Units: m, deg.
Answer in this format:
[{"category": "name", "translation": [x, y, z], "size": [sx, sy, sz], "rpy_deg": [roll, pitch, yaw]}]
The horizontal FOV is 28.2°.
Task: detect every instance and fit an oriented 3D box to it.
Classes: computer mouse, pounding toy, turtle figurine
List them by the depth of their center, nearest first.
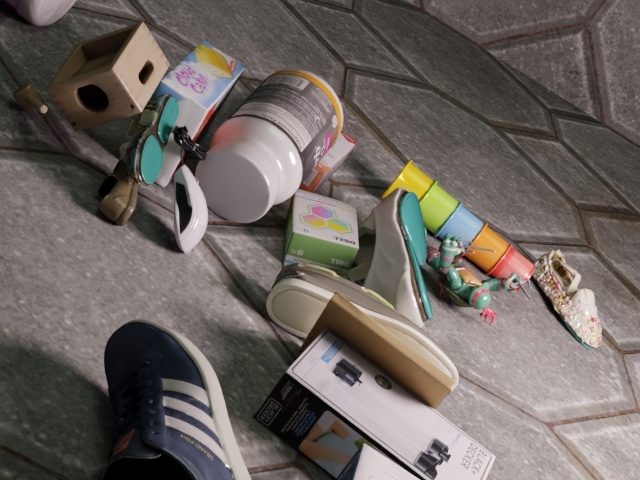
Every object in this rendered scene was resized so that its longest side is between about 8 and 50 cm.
[{"category": "computer mouse", "translation": [-0.187, -0.072, 1.870], "size": [0.106, 0.042, 0.192], "rpy_deg": [68, 16, -67]}, {"category": "pounding toy", "translation": [-0.352, -0.213, 1.895], "size": [0.094, 0.206, 0.181], "rpy_deg": [59, 33, -31]}, {"category": "turtle figurine", "translation": [0.251, 0.055, 2.224], "size": [0.175, 0.118, 0.234], "rpy_deg": [35, 3, -38]}]

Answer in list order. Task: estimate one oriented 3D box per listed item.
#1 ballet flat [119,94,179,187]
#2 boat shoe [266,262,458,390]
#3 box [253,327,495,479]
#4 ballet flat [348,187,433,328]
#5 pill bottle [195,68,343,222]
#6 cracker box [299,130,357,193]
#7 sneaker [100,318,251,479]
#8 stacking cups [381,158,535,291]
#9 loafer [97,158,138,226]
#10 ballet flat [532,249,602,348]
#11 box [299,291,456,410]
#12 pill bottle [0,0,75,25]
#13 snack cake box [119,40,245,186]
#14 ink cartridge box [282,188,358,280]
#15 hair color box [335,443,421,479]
[{"category": "ballet flat", "translation": [-0.257, -0.140, 1.854], "size": [0.070, 0.070, 0.188], "rpy_deg": [30, 41, -12]}, {"category": "boat shoe", "translation": [0.068, 0.126, 1.863], "size": [0.305, 0.109, 0.091], "rpy_deg": [28, 29, -6]}, {"category": "box", "translation": [0.075, 0.256, 1.657], "size": [0.290, 0.087, 0.169], "rpy_deg": [38, 24, 6]}, {"category": "ballet flat", "translation": [0.105, 0.026, 2.076], "size": [0.139, 0.139, 0.400], "rpy_deg": [30, 24, -12]}, {"category": "pill bottle", "translation": [-0.083, -0.154, 2.069], "size": [0.162, 0.162, 0.278], "rpy_deg": [35, 41, 0]}, {"category": "cracker box", "translation": [-0.038, -0.175, 2.334], "size": [0.156, 0.067, 0.232], "rpy_deg": [36, 23, 2]}, {"category": "sneaker", "translation": [-0.180, 0.211, 1.354], "size": [0.148, 0.131, 0.350], "rpy_deg": [16, 30, -45]}, {"category": "stacking cups", "translation": [0.270, -0.028, 2.424], "size": [0.316, 0.096, 0.096], "rpy_deg": [35, 24, 1]}, {"category": "loafer", "translation": [-0.291, -0.079, 1.842], "size": [0.050, 0.056, 0.148], "rpy_deg": [31, 23, -23]}, {"category": "ballet flat", "translation": [0.485, 0.105, 2.480], "size": [0.091, 0.077, 0.241], "rpy_deg": [16, 31, -39]}, {"category": "box", "translation": [0.075, 0.170, 1.740], "size": [0.201, 0.164, 0.021], "rpy_deg": [38, 56, 6]}, {"category": "pill bottle", "translation": [-0.551, -0.513, 2.176], "size": [0.302, 0.169, 0.169], "rpy_deg": [37, 24, 4]}, {"category": "snack cake box", "translation": [-0.219, -0.209, 2.060], "size": [0.089, 0.152, 0.264], "rpy_deg": [33, 23, -4]}, {"category": "ink cartridge box", "translation": [0.000, 0.000, 2.035], "size": [0.109, 0.062, 0.209], "rpy_deg": [15, 27, -7]}, {"category": "hair color box", "translation": [0.063, 0.385, 1.380], "size": [0.174, 0.105, 0.347], "rpy_deg": [33, 23, -3]}]
